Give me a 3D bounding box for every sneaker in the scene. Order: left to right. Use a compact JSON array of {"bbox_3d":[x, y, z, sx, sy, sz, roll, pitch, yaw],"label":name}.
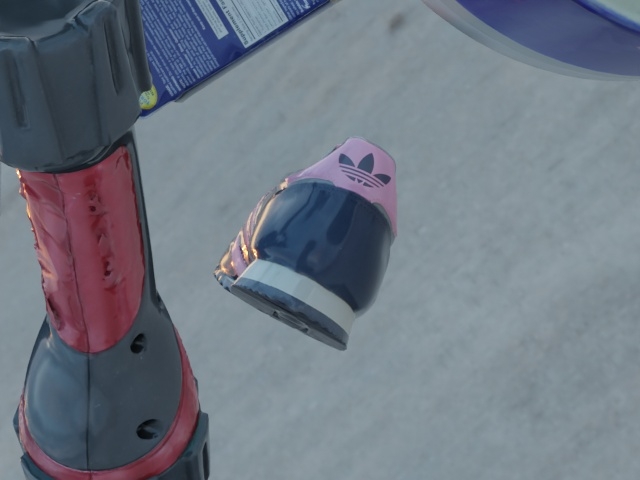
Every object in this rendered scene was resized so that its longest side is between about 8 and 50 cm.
[{"bbox_3d":[0.000,0.000,0.994,0.131,0.112,0.319,-62,8,-4],"label":"sneaker"}]

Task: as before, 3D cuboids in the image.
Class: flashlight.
[{"bbox_3d":[-0.110,0.015,0.638,0.103,0.304,0.103,-34,53,-28],"label":"flashlight"}]

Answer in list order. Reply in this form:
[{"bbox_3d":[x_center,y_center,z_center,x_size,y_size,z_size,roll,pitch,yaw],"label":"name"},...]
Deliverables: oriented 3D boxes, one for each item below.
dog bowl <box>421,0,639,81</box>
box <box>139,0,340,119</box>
[{"bbox_3d":[0.132,-0.193,0.502,0.265,0.265,0.104,-45,14,-9],"label":"dog bowl"},{"bbox_3d":[-0.106,-0.224,1.276,0.225,0.136,0.036,-31,-1,10],"label":"box"}]
